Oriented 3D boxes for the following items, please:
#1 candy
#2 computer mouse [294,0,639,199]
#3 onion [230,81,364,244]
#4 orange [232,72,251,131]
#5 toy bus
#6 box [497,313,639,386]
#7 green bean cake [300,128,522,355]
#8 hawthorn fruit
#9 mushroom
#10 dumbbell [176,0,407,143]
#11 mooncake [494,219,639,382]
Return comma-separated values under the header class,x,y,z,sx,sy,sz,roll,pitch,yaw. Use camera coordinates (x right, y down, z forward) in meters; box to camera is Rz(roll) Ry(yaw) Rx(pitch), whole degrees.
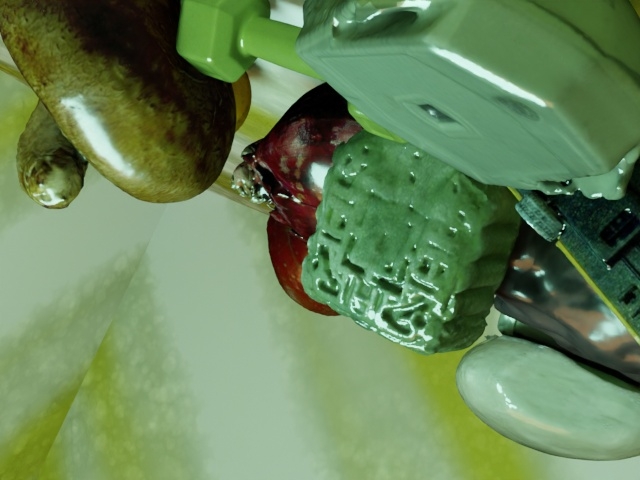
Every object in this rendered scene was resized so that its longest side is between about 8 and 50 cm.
class,x,y,z,sx,sy,sz,roll,pitch,yaw
candy,0.429,0.297,1.870,0.386,0.186,0.427,17,177,-3
computer mouse,0.115,-0.149,0.761,0.228,0.145,0.429,30,178,-16
onion,0.029,-0.100,1.330,0.281,0.221,0.281,8,169,2
orange,-0.221,-0.224,1.484,0.240,0.171,0.240,23,175,2
toy bus,0.285,0.002,0.908,0.123,0.121,0.335,27,-157,-43
box,0.545,0.169,1.963,0.344,0.177,0.352,20,174,18
green bean cake,0.099,-0.010,1.118,0.222,0.227,0.125,27,-165,36
hawthorn fruit,0.000,0.000,2.192,0.285,0.284,0.369,21,169,37
mushroom,-0.229,-0.201,1.207,0.239,0.345,0.345,-3,171,8
dumbbell,-0.013,-0.199,1.078,0.302,0.108,0.121,23,176,26
mooncake,0.375,0.051,1.180,0.381,0.212,0.350,20,172,39
